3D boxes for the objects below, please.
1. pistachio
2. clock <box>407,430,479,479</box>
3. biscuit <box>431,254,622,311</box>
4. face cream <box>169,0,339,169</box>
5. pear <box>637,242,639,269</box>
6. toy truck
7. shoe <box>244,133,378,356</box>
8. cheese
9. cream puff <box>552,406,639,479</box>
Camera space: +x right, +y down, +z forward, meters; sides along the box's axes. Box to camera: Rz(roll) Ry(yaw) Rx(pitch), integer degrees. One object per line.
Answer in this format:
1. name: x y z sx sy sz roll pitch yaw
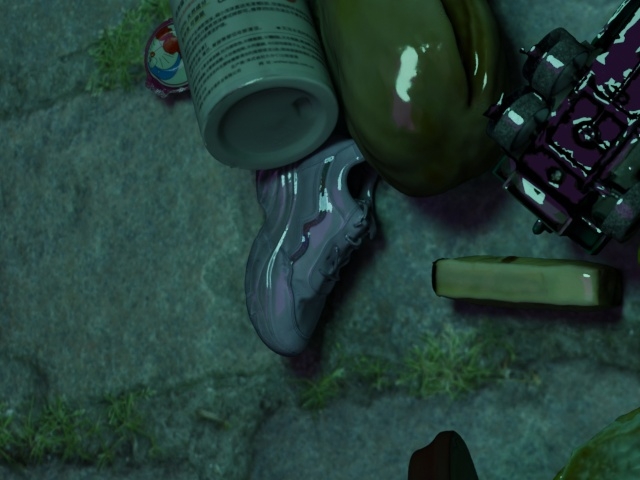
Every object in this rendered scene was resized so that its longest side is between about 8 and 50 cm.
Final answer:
1. pistachio: 0.092 -0.174 1.748 0.197 0.166 0.288 -47 50 43
2. clock: 0.148 0.328 1.587 0.080 0.318 0.319 -11 80 9
3. biscuit: 0.200 0.041 1.720 0.188 0.056 0.052 2 87 32
4. face cream: -0.088 -0.257 1.866 0.145 0.145 0.370 -36 48 26
5. pear: 0.402 0.001 1.499 0.269 0.212 0.212 -26 71 -1
6. toy truck: 0.297 -0.148 1.596 0.176 0.178 0.363 42 108 18
7. shoe: 0.000 0.000 1.830 0.137 0.095 0.245 -2 79 36
8. cheese: -0.148 -0.226 1.974 0.095 0.038 0.145 37 97 27
9. cream puff: 0.358 0.318 1.493 0.378 0.275 0.378 -16 47 18
